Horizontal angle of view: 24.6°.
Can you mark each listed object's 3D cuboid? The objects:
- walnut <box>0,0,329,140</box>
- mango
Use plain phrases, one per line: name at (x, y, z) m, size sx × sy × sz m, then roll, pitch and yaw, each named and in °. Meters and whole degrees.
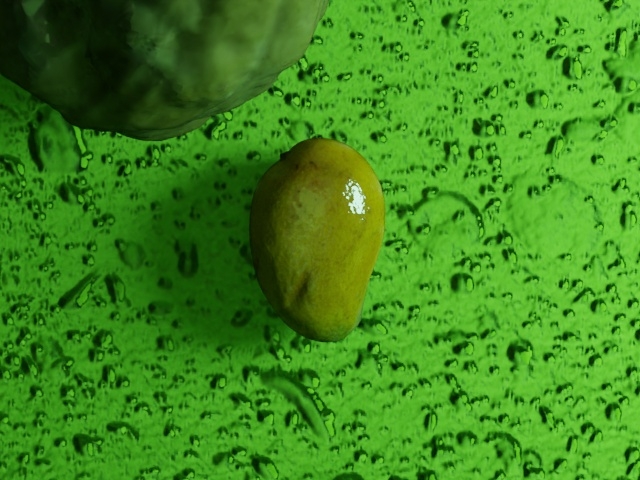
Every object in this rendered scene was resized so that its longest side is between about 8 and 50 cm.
walnut at (-0.137, -0.220, 1.115) m, size 0.253 × 0.282 × 0.277 m, roll 19°, pitch 136°, yaw -33°
mango at (-0.006, -0.003, 1.217) m, size 0.115 × 0.089 × 0.165 m, roll 15°, pitch 96°, yaw -8°
